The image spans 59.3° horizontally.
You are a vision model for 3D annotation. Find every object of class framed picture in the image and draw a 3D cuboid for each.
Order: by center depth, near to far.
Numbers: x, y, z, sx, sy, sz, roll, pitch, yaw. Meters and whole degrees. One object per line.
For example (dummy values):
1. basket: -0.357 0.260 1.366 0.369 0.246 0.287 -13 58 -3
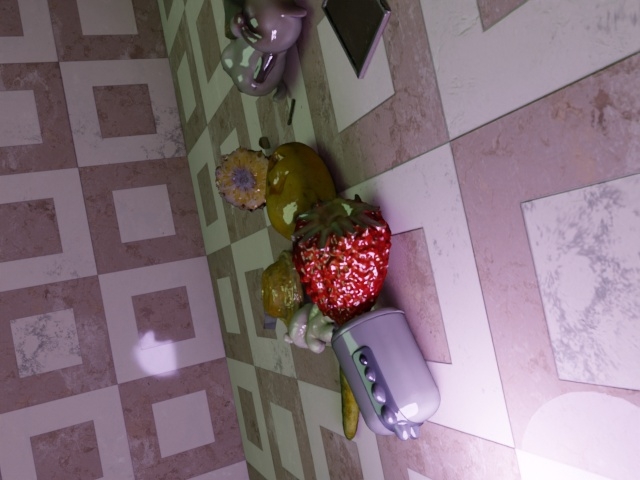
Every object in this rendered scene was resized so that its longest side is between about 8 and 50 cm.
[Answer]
1. framed picture: 0.085 -0.603 1.469 0.213 0.016 0.289 117 137 -54

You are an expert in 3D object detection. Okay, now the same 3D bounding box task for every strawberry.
1. strawberry: 0.071 0.056 1.524 0.292 0.292 0.343 49 159 49

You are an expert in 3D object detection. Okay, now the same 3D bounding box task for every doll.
1. doll: -0.192 -0.633 1.818 0.370 0.226 0.215 112 140 -51
2. doll: 0.001 0.299 1.934 0.149 0.175 0.278 46 152 -16

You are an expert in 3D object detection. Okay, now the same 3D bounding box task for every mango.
1. mango: -0.069 -0.160 1.782 0.253 0.182 0.365 -45 46 34

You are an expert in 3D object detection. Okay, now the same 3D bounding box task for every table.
1. table: -0.207 0.264 2.366 0.146 0.063 0.175 -92 9 -45

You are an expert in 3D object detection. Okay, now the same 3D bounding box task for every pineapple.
1. pineapple: -0.276 -0.252 2.246 0.271 0.263 0.262 -101 5 -80

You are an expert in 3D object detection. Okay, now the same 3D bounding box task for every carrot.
1. carrot: 0.097 0.518 1.838 0.074 0.074 0.358 -140 44 -56

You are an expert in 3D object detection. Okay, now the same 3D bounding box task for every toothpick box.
1. toothpick box: 0.168 0.345 1.412 0.316 0.229 0.229 67 153 27

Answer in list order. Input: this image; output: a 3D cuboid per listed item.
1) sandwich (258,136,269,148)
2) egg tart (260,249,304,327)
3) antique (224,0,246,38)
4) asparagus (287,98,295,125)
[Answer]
1. sandwich: -0.227 -0.393 2.243 0.083 0.031 0.044 -137 41 -55
2. egg tart: -0.154 0.193 2.167 0.319 0.128 0.318 176 90 -72
3. antique: -0.249 -0.781 2.015 0.284 0.125 0.150 -137 42 -54
4. asparagus: -0.103 -0.445 1.964 0.114 0.014 0.015 107 178 -45
